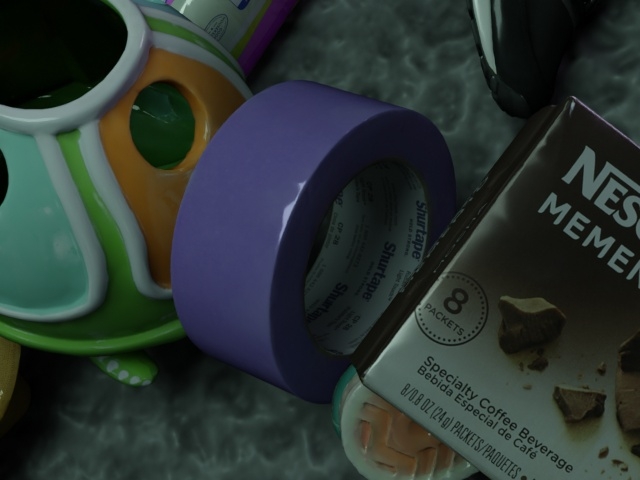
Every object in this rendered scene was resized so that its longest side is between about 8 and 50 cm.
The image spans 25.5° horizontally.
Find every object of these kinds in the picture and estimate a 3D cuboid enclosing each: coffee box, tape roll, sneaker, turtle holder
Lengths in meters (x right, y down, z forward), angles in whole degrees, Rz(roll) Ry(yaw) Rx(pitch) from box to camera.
[{"bbox_3d":[0.180,0.086,0.696,0.297,0.119,0.168,38,89,0],"label":"coffee box"},{"bbox_3d":[0.000,0.000,0.877,0.080,0.189,0.189,20,79,33],"label":"tape roll"},{"bbox_3d":[0.173,-0.218,0.935,0.124,0.107,0.283,0,69,23],"label":"sneaker"},{"bbox_3d":[0.145,0.045,0.826,0.302,0.108,0.121,-20,14,-1],"label":"sneaker"},{"bbox_3d":[-0.178,-0.080,0.938,0.243,0.227,0.320,-33,60,-13],"label":"turtle holder"}]

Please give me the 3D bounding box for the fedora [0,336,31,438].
[{"bbox_3d":[-0.280,0.110,1.050,0.194,0.079,0.194,-15,61,29],"label":"fedora"}]

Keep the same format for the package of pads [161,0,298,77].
[{"bbox_3d":[-0.127,-0.260,1.118,0.296,0.101,0.229,30,84,36],"label":"package of pads"}]
